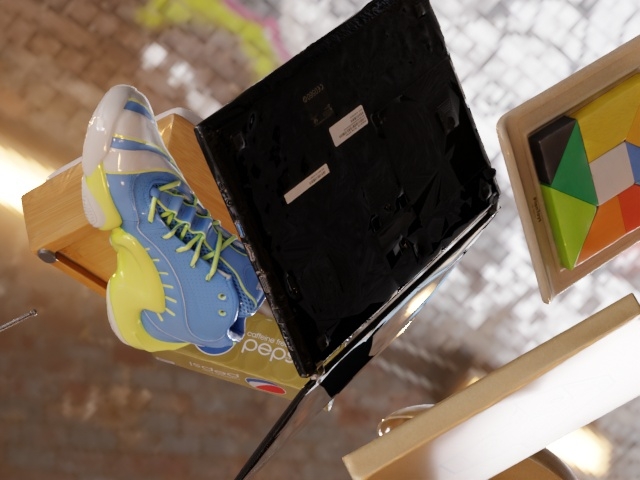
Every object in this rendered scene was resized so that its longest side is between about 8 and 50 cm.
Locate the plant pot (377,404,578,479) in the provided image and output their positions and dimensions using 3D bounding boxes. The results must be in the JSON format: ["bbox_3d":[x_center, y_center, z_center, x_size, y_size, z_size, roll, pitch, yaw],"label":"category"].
[{"bbox_3d":[0.173,0.232,1.717,0.236,0.032,0.236,22,157,10],"label":"plant pot"}]

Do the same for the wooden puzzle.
[{"bbox_3d":[0.296,-0.077,1.706,0.044,0.238,0.221,22,138,51],"label":"wooden puzzle"}]

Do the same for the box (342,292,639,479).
[{"bbox_3d":[0.125,0.108,1.029,0.021,0.201,0.164,63,-170,23],"label":"box"}]

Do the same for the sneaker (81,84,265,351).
[{"bbox_3d":[-0.098,-0.010,1.196,0.126,0.240,0.091,10,-133,12],"label":"sneaker"}]

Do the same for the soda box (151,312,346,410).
[{"bbox_3d":[-0.068,0.103,1.551,0.181,0.061,0.058,16,161,7],"label":"soda box"}]

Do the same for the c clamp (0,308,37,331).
[{"bbox_3d":[-0.369,0.038,1.584,0.161,0.137,0.022,57,-167,-3],"label":"c clamp"}]

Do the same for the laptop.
[{"bbox_3d":[0.000,0.000,1.062,0.234,0.136,0.264,-41,-64,-42],"label":"laptop"}]

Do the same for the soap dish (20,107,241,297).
[{"bbox_3d":[-0.187,-0.020,1.931,0.229,0.291,0.118,36,-131,-32],"label":"soap dish"}]
